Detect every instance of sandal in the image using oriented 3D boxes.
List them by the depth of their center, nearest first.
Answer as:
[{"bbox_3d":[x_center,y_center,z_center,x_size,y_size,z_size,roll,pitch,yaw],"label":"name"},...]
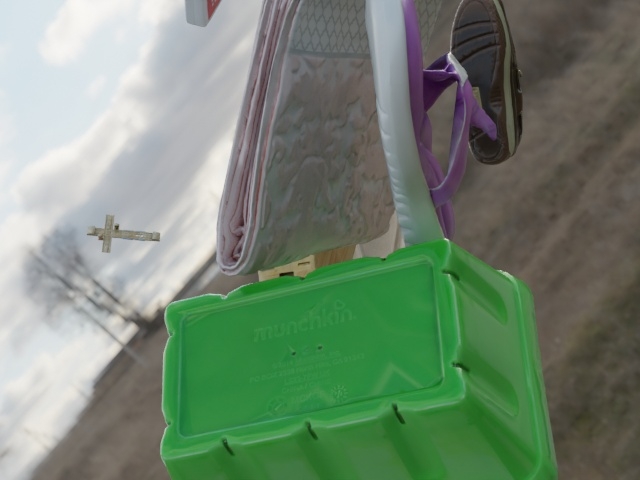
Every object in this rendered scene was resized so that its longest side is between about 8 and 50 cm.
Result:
[{"bbox_3d":[0.106,-0.104,1.203,0.102,0.169,0.416,-10,-26,4],"label":"sandal"}]

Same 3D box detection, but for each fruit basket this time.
[{"bbox_3d":[0.052,0.199,1.312,0.392,0.392,0.282,-46,38,47],"label":"fruit basket"}]

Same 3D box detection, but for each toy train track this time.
[{"bbox_3d":[-0.225,-0.009,1.518,0.014,0.083,0.048,112,162,-66],"label":"toy train track"}]

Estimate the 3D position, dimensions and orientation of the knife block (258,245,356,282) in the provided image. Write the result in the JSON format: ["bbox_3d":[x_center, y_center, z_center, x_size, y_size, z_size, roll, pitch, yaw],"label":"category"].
[{"bbox_3d":[0.000,0.000,1.880,0.088,0.275,0.242,-10,-5,26],"label":"knife block"}]

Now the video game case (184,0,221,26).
[{"bbox_3d":[-0.089,-0.379,1.298,0.285,0.025,0.204,94,-164,-52],"label":"video game case"}]

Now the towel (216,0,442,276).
[{"bbox_3d":[0.021,-0.133,1.332,0.332,0.053,0.316,-13,-61,-61],"label":"towel"}]

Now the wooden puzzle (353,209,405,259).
[{"bbox_3d":[0.059,0.074,2.153,0.348,0.081,0.322,-7,70,55],"label":"wooden puzzle"}]

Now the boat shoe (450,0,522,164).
[{"bbox_3d":[0.256,-0.247,1.978,0.095,0.257,0.095,8,22,35],"label":"boat shoe"}]
